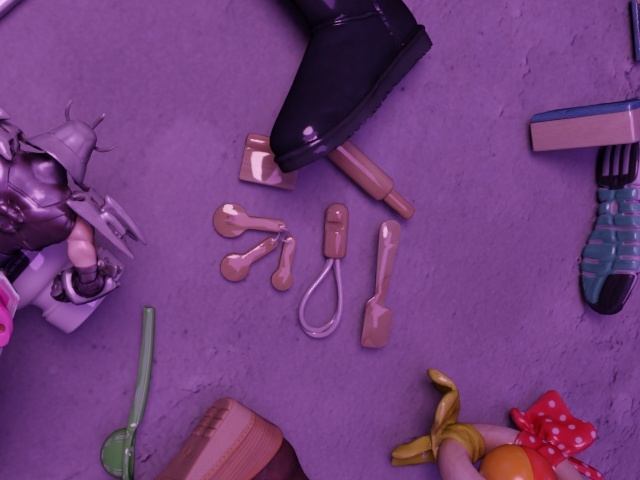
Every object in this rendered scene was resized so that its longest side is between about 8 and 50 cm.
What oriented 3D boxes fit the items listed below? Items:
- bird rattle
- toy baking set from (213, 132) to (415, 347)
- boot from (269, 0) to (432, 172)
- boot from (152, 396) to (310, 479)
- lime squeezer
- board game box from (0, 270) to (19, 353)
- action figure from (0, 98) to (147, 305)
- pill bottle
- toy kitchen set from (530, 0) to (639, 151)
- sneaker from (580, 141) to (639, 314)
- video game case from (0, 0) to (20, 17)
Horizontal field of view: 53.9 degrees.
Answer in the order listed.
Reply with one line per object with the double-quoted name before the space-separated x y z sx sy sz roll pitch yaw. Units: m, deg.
"bird rattle" 0.210 0.257 0.701 0.254 0.207 0.143 20 108 -12
"toy baking set" 0.003 -0.006 0.679 0.256 0.030 0.196 36 90 -14
"boot" -0.015 -0.209 0.592 0.207 0.094 0.246 51 59 -20
"boot" -0.098 0.304 0.617 0.248 0.090 0.206 -49 119 -29
"lime squeezer" -0.226 0.217 0.618 0.110 0.059 0.310 37 84 11
"board game box" -0.394 0.171 0.293 0.390 0.050 0.389 15 101 -42
"action figure" -0.250 0.013 0.441 0.185 0.099 0.285 43 93 -12
"pill bottle" -0.270 -0.008 0.536 0.193 0.108 0.108 41 82 -19
"toy kitchen set" 0.353 -0.207 0.753 0.207 0.122 0.166 -18 103 -38
"sneaker" 0.398 -0.013 0.792 0.098 0.083 0.223 8 93 -25
"video game case" -0.300 -0.319 0.532 0.227 0.026 0.206 -47 109 -9
